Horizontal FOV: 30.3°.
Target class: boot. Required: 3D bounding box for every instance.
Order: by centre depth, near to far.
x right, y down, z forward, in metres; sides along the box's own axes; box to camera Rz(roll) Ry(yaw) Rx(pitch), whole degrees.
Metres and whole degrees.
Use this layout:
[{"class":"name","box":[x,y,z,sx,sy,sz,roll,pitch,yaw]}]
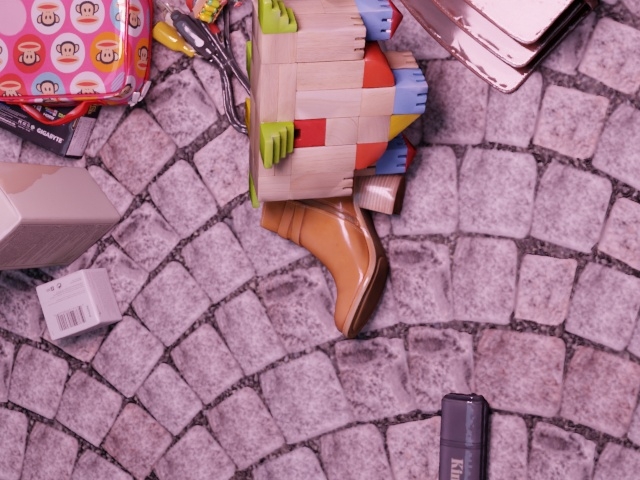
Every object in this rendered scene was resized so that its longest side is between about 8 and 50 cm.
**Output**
[{"class":"boot","box":[0.000,0.000,1.893,0.220,0.109,0.283,12,92,17]}]

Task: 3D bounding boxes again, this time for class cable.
[{"class":"cable","box":[-0.170,-0.314,1.995,0.139,0.072,0.287,-40,91,-2]}]

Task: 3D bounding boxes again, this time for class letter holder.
[{"class":"letter holder","box":[0.231,-0.392,1.791,0.302,0.152,0.214,47,106,13]}]

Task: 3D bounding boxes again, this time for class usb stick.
[{"class":"usb stick","box":[0.222,0.376,1.857,0.077,0.045,0.277,3,92,18]}]

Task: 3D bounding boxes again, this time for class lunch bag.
[{"class":"lunch bag","box":[-0.427,-0.320,1.962,0.293,0.120,0.258,3,92,16]}]

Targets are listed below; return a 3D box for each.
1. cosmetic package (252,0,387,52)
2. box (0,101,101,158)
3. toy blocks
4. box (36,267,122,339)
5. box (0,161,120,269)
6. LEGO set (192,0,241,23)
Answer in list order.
[{"class":"cosmetic package","box":[0.006,-0.324,1.867,0.151,0.151,0.183,-19,84,19]},{"class":"box","box":[-0.504,-0.332,2.084,0.296,0.073,0.293,24,96,15]},{"class":"toy blocks","box":[0.033,-0.207,1.722,0.261,0.190,0.381,-5,130,-10]},{"class":"box","box":[-0.418,0.109,2.053,0.101,0.087,0.102,-20,83,18]},{"class":"box","box":[-0.483,-0.039,1.955,0.148,0.311,0.121,-40,79,15]},{"class":"LEGO set","box":[-0.085,-0.440,1.879,0.287,0.132,0.107,-40,72,3]}]
